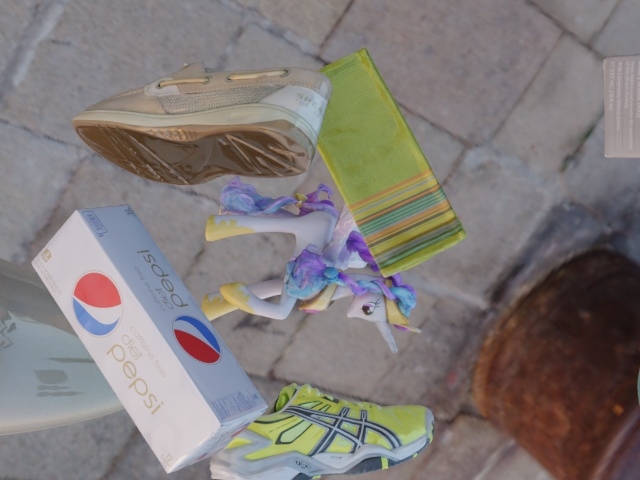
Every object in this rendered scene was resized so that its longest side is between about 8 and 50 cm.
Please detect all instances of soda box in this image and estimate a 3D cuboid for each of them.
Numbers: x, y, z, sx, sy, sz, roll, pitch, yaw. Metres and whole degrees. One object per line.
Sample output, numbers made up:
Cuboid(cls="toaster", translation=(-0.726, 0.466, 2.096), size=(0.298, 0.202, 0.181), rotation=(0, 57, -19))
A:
Cuboid(cls="soda box", translation=(-0.141, 0.076, 0.988), size=(0.074, 0.216, 0.069), rotation=(-44, 163, 27))

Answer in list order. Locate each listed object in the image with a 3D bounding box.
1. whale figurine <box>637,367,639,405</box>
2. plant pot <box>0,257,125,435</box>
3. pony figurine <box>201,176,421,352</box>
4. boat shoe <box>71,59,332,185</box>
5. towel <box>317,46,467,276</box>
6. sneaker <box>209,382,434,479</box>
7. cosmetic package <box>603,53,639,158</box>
Cuboid(cls="whale figurine", translation=(0.410, 0.096, 1.182), size=(0.141, 0.216, 0.272), rotation=(20, 95, -34))
Cuboid(cls="plant pot", translation=(-0.388, 0.158, 1.688), size=(0.274, 0.256, 0.256), rotation=(13, 113, -38))
Cuboid(cls="pony figurine", translation=(0.000, 0.000, 2.010), size=(0.303, 0.363, 0.351), rotation=(77, 20, -70))
Cuboid(cls="boat shoe", translation=(-0.121, -0.125, 1.221), size=(0.109, 0.302, 0.098), rotation=(47, 55, -43))
Cuboid(cls="towel", translation=(0.060, -0.085, 1.300), size=(0.102, 0.237, 0.021), rotation=(-26, 173, -7))
Cuboid(cls="sneaker", translation=(0.011, 0.288, 1.875), size=(0.385, 0.145, 0.147), rotation=(-6, 86, -30))
Cuboid(cls="cosmetic package", translation=(0.450, -0.154, 1.382), size=(0.107, 0.238, 0.127), rotation=(-3, 94, -41))
